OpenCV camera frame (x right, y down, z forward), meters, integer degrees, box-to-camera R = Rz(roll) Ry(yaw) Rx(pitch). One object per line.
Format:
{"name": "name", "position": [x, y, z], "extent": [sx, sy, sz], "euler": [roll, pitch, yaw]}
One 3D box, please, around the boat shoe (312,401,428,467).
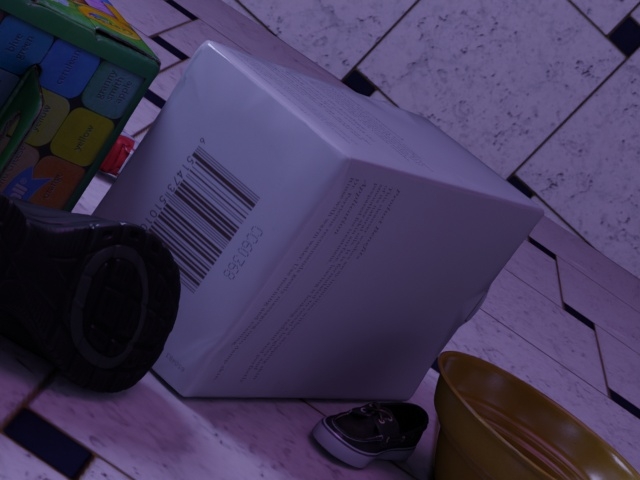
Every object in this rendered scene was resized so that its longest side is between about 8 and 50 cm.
{"name": "boat shoe", "position": [0.040, 0.142, 1.338], "extent": [0.049, 0.040, 0.142], "euler": [41, 13, 23]}

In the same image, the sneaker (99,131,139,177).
{"name": "sneaker", "position": [-0.157, -0.059, 1.571], "extent": [0.118, 0.042, 0.067], "euler": [24, 13, -49]}

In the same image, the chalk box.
{"name": "chalk box", "position": [-0.248, -0.118, 1.241], "extent": [0.179, 0.180, 0.289], "euler": [24, 18, -40]}

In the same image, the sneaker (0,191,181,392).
{"name": "sneaker", "position": [-0.198, 0.009, 1.083], "extent": [0.130, 0.109, 0.286], "euler": [22, -7, 40]}

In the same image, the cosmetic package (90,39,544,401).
{"name": "cosmetic package", "position": [0.000, 0.000, 1.372], "extent": [0.156, 0.217, 0.385], "euler": [41, 12, 23]}

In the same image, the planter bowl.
{"name": "planter bowl", "position": [0.155, 0.186, 1.363], "extent": [0.217, 0.090, 0.217], "euler": [33, 13, -9]}
